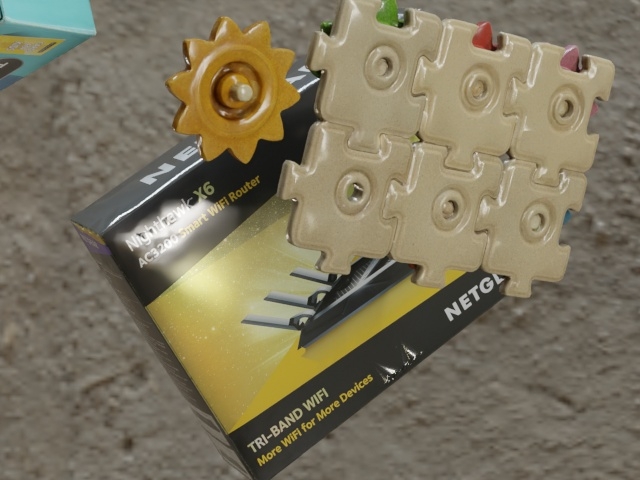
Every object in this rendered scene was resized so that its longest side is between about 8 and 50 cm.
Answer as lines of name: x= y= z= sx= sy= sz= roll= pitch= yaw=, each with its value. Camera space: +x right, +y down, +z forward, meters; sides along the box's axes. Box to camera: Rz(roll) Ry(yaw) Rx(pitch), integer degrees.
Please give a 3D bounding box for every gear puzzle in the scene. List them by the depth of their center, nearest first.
gear puzzle: x=0.042 y=-0.064 z=0.983 sx=0.044 sy=0.339 sz=0.175 roll=21 pitch=100 yaw=53

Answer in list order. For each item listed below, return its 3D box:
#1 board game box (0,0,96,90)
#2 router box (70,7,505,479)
board game box: x=-0.293 y=-0.247 z=1.040 sx=0.254 sy=0.079 sz=0.336 roll=-23 pitch=76 yaw=36
router box: x=0.000 y=0.000 z=1.209 sx=0.243 sy=0.309 sz=0.081 roll=59 pitch=163 yaw=-21
